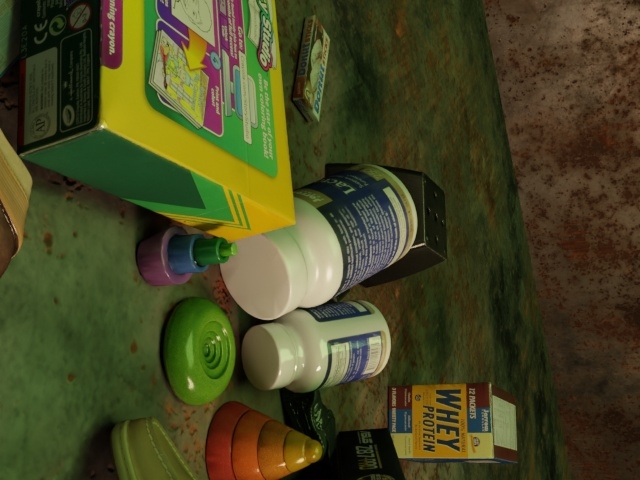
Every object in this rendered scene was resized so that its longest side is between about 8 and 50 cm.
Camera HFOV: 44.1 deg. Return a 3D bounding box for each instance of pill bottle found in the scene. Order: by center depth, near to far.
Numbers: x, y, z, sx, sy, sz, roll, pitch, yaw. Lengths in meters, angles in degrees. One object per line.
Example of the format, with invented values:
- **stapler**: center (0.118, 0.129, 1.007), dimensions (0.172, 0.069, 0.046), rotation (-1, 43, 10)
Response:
- **pill bottle**: center (0.000, 0.000, 1.057), dimensions (0.265, 0.153, 0.153), rotation (-27, 109, -46)
- **pill bottle**: center (-0.007, 0.143, 1.059), dimensions (0.187, 0.112, 0.112), rotation (-3, 87, -41)

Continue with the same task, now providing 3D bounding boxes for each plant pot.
- **plant pot**: center (0.121, -0.030, 1.367), dimensions (0.187, 0.167, 0.188), rotation (28, 60, -61)

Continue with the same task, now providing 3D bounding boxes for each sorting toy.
- **sorting toy**: center (-0.089, 0.146, 0.915), dimensions (0.127, 0.126, 0.365), rotation (-54, 133, -56)

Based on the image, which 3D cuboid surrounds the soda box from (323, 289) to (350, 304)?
- **soda box**: center (-0.003, 0.013, 1.218), dimensions (0.060, 0.053, 0.169), rotation (-35, 115, -61)

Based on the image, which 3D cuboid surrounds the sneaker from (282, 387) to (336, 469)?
- **sneaker**: center (-0.011, 0.256, 1.149), dimensions (0.089, 0.051, 0.170), rotation (-7, 85, -76)

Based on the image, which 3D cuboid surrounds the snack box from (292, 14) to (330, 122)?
- **snack box**: center (-0.014, -0.285, 1.309), dimensions (0.064, 0.022, 0.178), rotation (50, 40, -52)

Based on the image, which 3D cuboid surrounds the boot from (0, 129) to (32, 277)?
- **boot**: center (-0.300, -0.037, 0.539), dimensions (0.248, 0.090, 0.207), rotation (62, 30, -45)

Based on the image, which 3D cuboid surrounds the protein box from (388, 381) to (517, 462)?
- **protein box**: center (0.258, 0.356, 1.523), dimensions (0.201, 0.200, 0.136), rotation (34, 53, -59)

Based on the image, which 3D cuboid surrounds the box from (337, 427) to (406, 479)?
- **box**: center (0.082, 0.458, 1.066), dimensions (0.395, 0.097, 0.318), rotation (-166, -109, -90)

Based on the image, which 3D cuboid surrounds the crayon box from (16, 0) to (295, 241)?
- **crayon box**: center (-0.158, -0.212, 0.827), dimensions (0.313, 0.106, 0.363), rotation (28, 53, -59)

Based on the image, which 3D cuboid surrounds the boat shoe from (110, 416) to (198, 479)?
- **boat shoe**: center (-0.079, 0.302, 0.757), dimensions (0.341, 0.110, 0.121), rotation (54, -4, 10)

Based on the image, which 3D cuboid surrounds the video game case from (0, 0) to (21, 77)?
- **video game case**: center (-0.305, -0.226, 0.668), dimensions (0.119, 0.015, 0.166), rotation (-71, 145, -43)
